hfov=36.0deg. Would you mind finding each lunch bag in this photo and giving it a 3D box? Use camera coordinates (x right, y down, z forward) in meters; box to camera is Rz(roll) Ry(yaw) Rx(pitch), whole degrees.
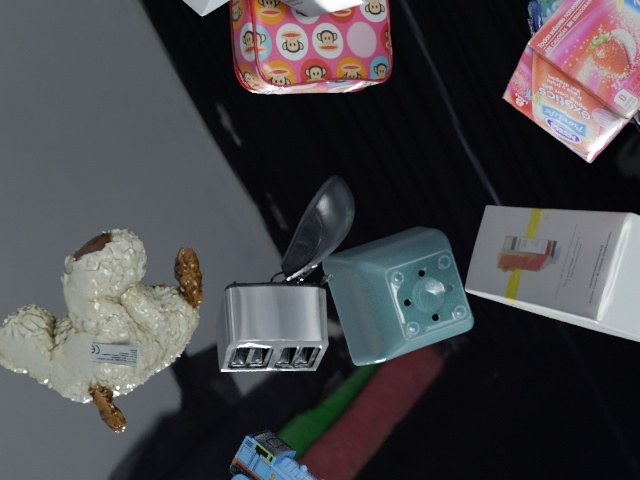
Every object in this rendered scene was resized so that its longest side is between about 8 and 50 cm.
[{"bbox_3d":[-0.016,-0.397,1.765,0.293,0.258,0.120,-6,-178,-28],"label":"lunch bag"},{"bbox_3d":[0.439,-0.369,1.797,0.090,0.176,0.219,-12,-164,18],"label":"lunch bag"}]

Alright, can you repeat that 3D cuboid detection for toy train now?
[{"bbox_3d":[-0.058,0.372,1.486,0.080,0.184,0.105,-1,121,-58],"label":"toy train"}]

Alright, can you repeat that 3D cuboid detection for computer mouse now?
[{"bbox_3d":[0.000,0.000,1.700,0.188,0.072,0.272,-48,169,-43],"label":"computer mouse"}]

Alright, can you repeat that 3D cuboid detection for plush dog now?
[{"bbox_3d":[-0.243,0.119,1.255,0.262,0.210,0.225,-41,169,28],"label":"plush dog"}]

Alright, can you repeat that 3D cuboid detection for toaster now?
[{"bbox_3d":[-0.076,0.138,1.583,0.168,0.110,0.185,0,152,-13],"label":"toaster"}]

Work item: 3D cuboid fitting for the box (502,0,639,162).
[{"bbox_3d":[0.369,-0.261,1.162,0.300,0.142,0.154,-49,171,-12],"label":"box"}]

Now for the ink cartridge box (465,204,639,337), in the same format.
[{"bbox_3d":[0.443,0.060,1.523,0.385,0.279,0.160,-167,-86,-70],"label":"ink cartridge box"}]

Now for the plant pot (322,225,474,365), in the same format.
[{"bbox_3d":[0.178,0.112,2.018,0.247,0.247,0.252,-18,-179,-14],"label":"plant pot"}]

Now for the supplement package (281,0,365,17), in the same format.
[{"bbox_3d":[0.002,-0.505,1.573,0.134,0.139,0.244,-1,-106,47],"label":"supplement package"}]

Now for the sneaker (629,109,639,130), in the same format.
[{"bbox_3d":[0.545,-0.211,1.590,0.121,0.112,0.299,-25,-174,15],"label":"sneaker"}]

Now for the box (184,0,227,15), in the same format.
[{"bbox_3d":[-0.152,-0.374,1.146,0.091,0.170,0.130,-45,176,-44],"label":"box"}]
